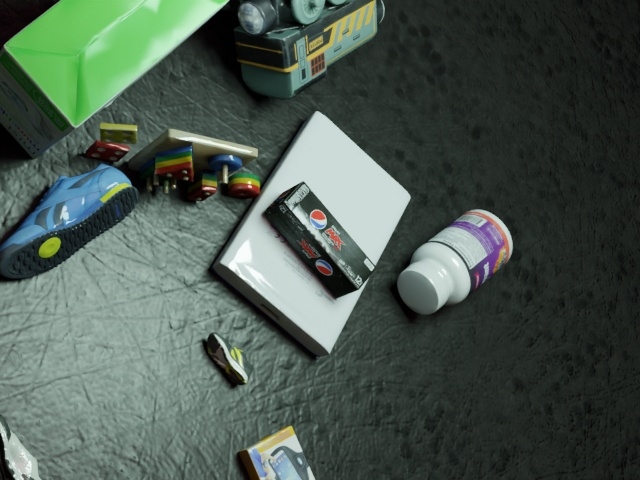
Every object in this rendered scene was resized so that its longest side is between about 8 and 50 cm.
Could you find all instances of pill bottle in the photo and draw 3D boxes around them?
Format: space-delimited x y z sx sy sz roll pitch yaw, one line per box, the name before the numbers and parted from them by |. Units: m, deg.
pill bottle | 0.210 0.037 1.624 0.193 0.108 0.108 -34 94 -38

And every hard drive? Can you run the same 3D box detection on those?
hard drive | -0.004 -0.015 1.532 0.210 0.040 0.319 41 55 -17

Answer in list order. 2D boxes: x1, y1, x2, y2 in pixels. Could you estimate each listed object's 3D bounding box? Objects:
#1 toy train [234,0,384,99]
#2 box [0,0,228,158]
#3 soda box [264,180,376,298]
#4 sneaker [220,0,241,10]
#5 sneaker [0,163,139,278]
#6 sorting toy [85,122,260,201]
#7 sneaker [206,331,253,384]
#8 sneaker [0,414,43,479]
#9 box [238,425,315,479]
toy train | -0.008 -0.353 1.578 0.334 0.142 0.190 -41 138 -43
box | -0.272 -0.239 1.266 0.262 0.231 0.127 -46 106 -22
soda box | 0.000 0.000 1.464 0.169 0.060 0.053 50 54 -11
sneaker | -0.197 -0.451 1.529 0.228 0.086 0.132 31 55 -22
sneaker | -0.332 -0.028 1.297 0.082 0.069 0.209 39 57 23
sorting toy | -0.181 -0.096 1.377 0.274 0.132 0.046 11 69 -32
sneaker | -0.123 0.157 1.395 0.083 0.031 0.035 57 38 -10
sneaker | -0.357 0.250 1.190 0.044 0.040 0.109 -21 89 -55
box | -0.047 0.329 1.384 0.081 0.028 0.136 -23 85 -39
